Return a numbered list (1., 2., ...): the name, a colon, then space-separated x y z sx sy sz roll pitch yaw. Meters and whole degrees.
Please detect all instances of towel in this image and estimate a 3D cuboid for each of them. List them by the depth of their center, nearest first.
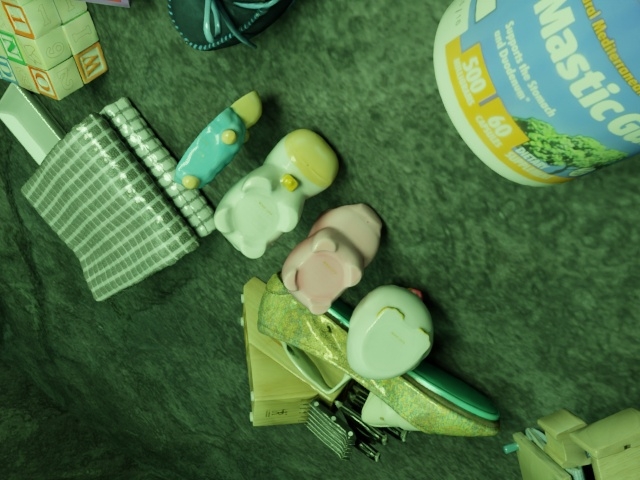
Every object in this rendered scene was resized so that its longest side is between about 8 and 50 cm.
1. towel: -0.307 -0.045 1.040 0.235 0.121 0.284 51 138 -11

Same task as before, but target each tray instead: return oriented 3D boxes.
1. tray: -0.433 -0.137 1.185 0.145 0.030 0.270 -17 114 53

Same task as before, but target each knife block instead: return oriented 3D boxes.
1. knife block: 0.014 0.182 1.025 0.088 0.242 0.275 101 163 -51

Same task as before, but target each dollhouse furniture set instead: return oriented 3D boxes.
1. dollhouse furniture set: 0.341 0.272 0.771 0.303 0.198 0.286 -151 45 -80

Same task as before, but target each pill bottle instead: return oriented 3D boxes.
1. pill bottle: 0.203 -0.139 0.385 0.152 0.152 0.272 50 147 -9

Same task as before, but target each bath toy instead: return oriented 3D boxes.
1. bath toy: 0.000 0.000 0.785 0.348 0.151 0.129 49 -175 -11

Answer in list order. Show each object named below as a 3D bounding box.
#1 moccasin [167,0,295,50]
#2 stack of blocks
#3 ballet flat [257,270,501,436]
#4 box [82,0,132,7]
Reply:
1. moccasin: -0.066 -0.257 0.575 0.137 0.117 0.342 49 147 -6
2. stack of blocks: -0.393 -0.339 0.866 0.171 0.087 0.297 22 141 30
3. ballet flat: 0.059 0.165 0.898 0.349 0.123 0.123 34 146 20
4. box: -0.336 -0.331 0.675 0.294 0.057 0.201 7 156 -3
